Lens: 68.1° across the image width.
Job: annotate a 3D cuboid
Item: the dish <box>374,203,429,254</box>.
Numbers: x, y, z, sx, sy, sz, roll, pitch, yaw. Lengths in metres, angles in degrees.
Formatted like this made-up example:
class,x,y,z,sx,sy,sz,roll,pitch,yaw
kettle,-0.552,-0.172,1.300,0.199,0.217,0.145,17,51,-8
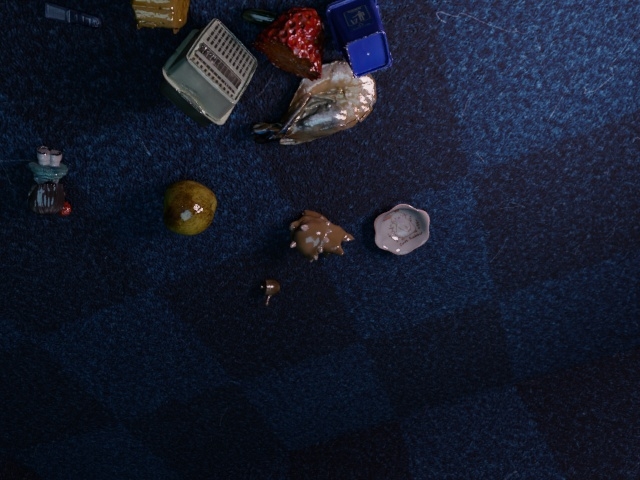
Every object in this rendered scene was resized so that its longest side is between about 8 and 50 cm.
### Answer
class,x,y,z,sx,sy,sz,roll,pitch,yaw
dish,0.314,-0.057,1.862,0.229,0.081,0.229,-1,122,-1

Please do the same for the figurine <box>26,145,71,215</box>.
class,x,y,z,sx,sy,sz,roll,pitch,yaw
figurine,-0.933,-0.195,1.639,0.138,0.110,0.245,4,119,-29

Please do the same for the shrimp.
class,x,y,z,sx,sy,sz,roll,pitch,yaw
shrimp,-0.028,-0.435,1.562,0.445,0.110,0.221,-24,117,7

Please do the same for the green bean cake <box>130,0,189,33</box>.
class,x,y,z,sx,sy,sz,roll,pitch,yaw
green bean cake,-0.428,-0.689,1.274,0.131,0.230,0.224,3,120,-9

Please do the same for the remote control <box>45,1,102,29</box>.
class,x,y,z,sx,sy,sz,roll,pitch,yaw
remote control,-0.723,-0.655,1.388,0.152,0.027,0.043,11,127,-10

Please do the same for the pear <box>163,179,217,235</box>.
class,x,y,z,sx,sy,sz,roll,pitch,yaw
pear,-0.462,-0.115,1.683,0.197,0.197,0.197,-2,124,-4

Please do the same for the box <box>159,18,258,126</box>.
class,x,y,z,sx,sy,sz,roll,pitch,yaw
box,-0.324,-0.486,1.386,0.166,0.290,0.220,-27,125,37

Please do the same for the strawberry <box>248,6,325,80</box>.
class,x,y,z,sx,sy,sz,roll,pitch,yaw
strawberry,-0.072,-0.602,1.417,0.234,0.234,0.178,27,88,-21

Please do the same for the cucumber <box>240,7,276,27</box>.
class,x,y,z,sx,sy,sz,roll,pitch,yaw
cucumber,-0.186,-0.669,1.417,0.105,0.048,0.048,9,123,-8

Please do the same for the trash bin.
class,x,y,z,sx,sy,sz,roll,pitch,yaw
trash bin,0.119,-0.585,1.380,0.162,0.234,0.184,-19,139,7

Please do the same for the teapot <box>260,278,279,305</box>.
class,x,y,z,sx,sy,sz,roll,pitch,yaw
teapot,-0.218,0.219,1.993,0.080,0.110,0.085,3,169,-23

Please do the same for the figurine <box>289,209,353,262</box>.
class,x,y,z,sx,sy,sz,roll,pitch,yaw
figurine,-0.006,0.000,1.813,0.177,0.173,0.247,-37,119,18
